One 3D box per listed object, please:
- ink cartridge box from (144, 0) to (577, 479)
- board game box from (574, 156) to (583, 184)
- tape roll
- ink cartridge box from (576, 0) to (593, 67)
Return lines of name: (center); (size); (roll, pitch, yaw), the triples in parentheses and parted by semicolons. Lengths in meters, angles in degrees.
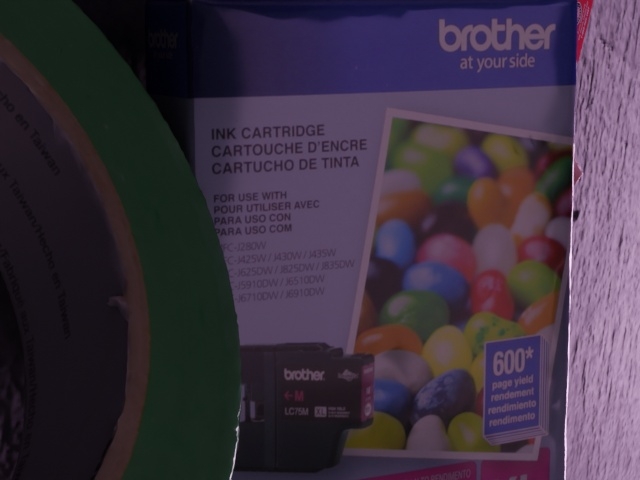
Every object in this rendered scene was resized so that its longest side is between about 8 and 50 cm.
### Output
ink cartridge box: (0.021, -0.001, 0.578); (0.186, 0.065, 0.311); (-5, 98, -25)
board game box: (0.049, -0.138, 0.754); (0.027, 0.145, 0.281); (-47, 136, -10)
tape roll: (-0.172, 0.019, 0.410); (0.321, 0.077, 0.321); (25, 50, -34)
ink cartridge box: (0.124, -0.152, 0.922); (0.150, 0.063, 0.109); (26, 78, -53)
